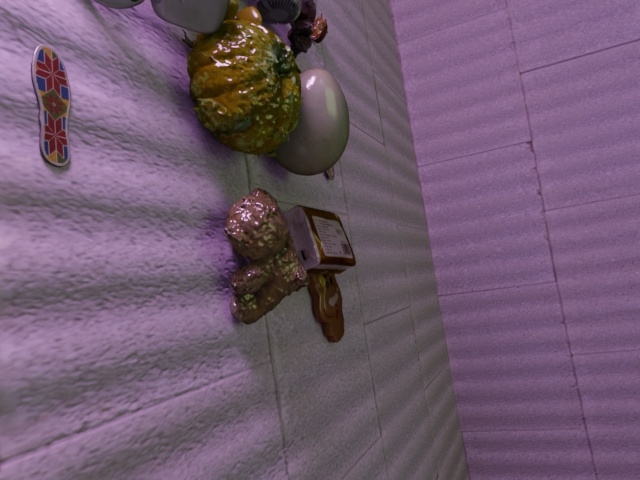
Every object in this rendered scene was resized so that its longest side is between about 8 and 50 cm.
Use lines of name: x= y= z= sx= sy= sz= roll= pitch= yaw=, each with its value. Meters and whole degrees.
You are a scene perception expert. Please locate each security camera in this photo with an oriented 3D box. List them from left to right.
security camera: x=-0.307 y=-0.487 z=0.924 sx=0.302 sy=0.080 sz=0.157 roll=4 pitch=117 yaw=-39

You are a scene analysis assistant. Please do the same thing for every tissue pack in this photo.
tissue pack: x=0.000 y=0.000 z=1.441 sx=0.226 sy=0.092 sz=0.183 roll=5 pitch=59 yaw=-59

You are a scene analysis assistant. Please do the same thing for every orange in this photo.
orange: x=-0.158 y=-0.339 z=1.125 sx=0.300 sy=0.223 sz=0.301 roll=27 pitch=57 yaw=-55

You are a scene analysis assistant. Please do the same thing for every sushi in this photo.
sushi: x=-0.005 y=-0.773 z=1.841 sx=0.060 sy=0.062 sz=0.117 roll=55 pitch=33 yaw=-65

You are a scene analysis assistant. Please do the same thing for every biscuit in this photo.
biscuit: x=0.021 y=0.163 z=1.529 sx=0.186 sy=0.044 sz=0.295 roll=-41 pitch=117 yaw=-60

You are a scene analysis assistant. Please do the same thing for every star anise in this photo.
star anise: x=-0.060 y=-0.674 z=1.569 sx=0.212 sy=0.073 sz=0.196 roll=-140 pitch=-126 yaw=-71

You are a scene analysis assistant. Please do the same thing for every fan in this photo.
fan: x=-0.154 y=-0.692 z=1.416 sx=0.244 sy=0.130 sz=0.074 roll=14 pitch=73 yaw=-52

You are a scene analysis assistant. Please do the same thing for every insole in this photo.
insole: x=-0.408 y=-0.206 z=0.771 sx=0.065 sy=0.006 sz=0.193 roll=10 pitch=70 yaw=-65

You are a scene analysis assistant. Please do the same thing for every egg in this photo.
egg: x=-0.027 y=-0.315 z=1.353 sx=0.218 sy=0.219 sz=0.295 roll=-61 pitch=167 yaw=-55

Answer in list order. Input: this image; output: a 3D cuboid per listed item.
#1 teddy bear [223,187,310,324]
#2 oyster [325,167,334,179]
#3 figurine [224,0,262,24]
teddy bear: x=-0.129 y=0.020 z=1.119 sx=0.256 sy=0.156 sz=0.267 roll=64 pitch=29 yaw=-27
oyster: x=0.032 y=-0.238 z=1.751 sx=0.083 sy=0.019 sz=0.054 roll=-43 pitch=118 yaw=-60
figurine: x=-0.218 y=-0.616 z=1.042 sx=0.204 sy=0.283 sz=0.338 roll=47 pitch=15 yaw=14
